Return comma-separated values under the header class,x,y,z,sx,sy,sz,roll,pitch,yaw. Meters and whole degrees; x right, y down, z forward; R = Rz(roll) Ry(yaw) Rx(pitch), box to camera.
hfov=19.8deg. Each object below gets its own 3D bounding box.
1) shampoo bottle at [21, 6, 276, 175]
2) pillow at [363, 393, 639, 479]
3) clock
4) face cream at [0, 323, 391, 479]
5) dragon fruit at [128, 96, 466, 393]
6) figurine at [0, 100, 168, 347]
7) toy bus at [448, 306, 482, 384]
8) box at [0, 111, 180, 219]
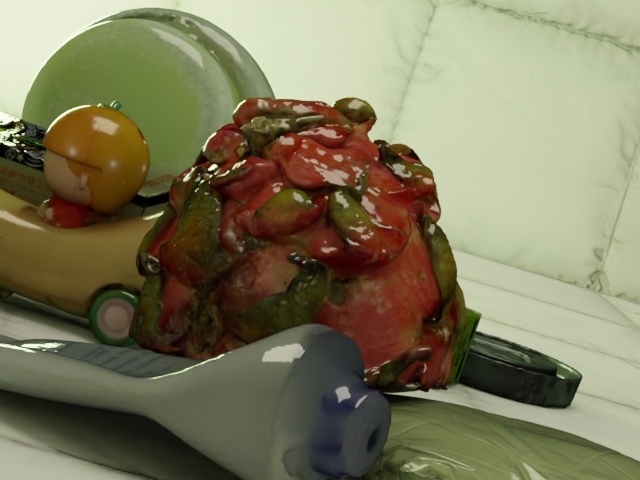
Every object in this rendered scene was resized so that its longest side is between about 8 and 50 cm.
class,x,y,z,sx,sy,sz,roll,pitch,yaw
shampoo bottle,-0.203,-0.122,2.267,0.322,0.322,0.317,18,0,12
pillow,0.143,0.190,1.515,0.280,0.076,0.274,11,4,-20
clock,0.214,0.152,2.259,0.215,0.042,0.215,17,6,-2
face cream,-0.145,0.106,1.439,0.420,0.137,0.235,11,1,24
dragon fruit,0.000,0.000,1.642,0.314,0.263,0.296,0,-4,29
figurine,-0.227,-0.026,1.810,0.324,0.222,0.124,18,9,5
toy bus,0.042,0.078,2.174,0.301,0.113,0.139,23,8,26
box,-0.306,-0.067,1.990,0.310,0.084,0.198,20,10,10
